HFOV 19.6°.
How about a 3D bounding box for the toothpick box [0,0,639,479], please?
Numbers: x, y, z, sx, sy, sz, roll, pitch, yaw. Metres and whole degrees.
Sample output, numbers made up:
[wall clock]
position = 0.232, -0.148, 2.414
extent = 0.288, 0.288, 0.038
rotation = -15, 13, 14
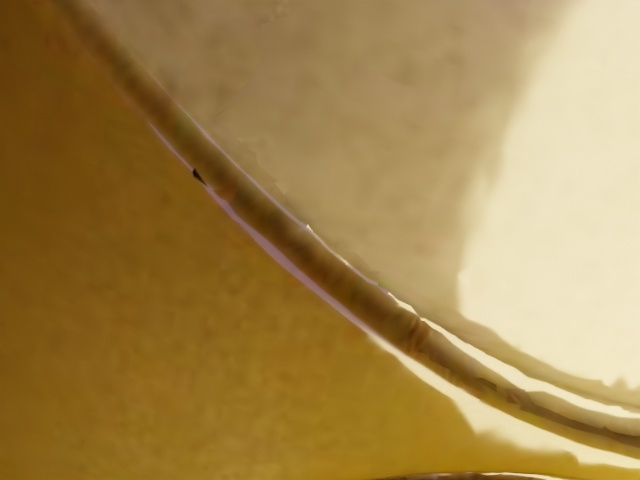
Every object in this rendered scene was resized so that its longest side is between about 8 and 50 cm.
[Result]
[toothpick box]
position = 0.010, -0.084, 0.537
extent = 0.409, 0.409, 0.425
rotation = -4, 123, -30
